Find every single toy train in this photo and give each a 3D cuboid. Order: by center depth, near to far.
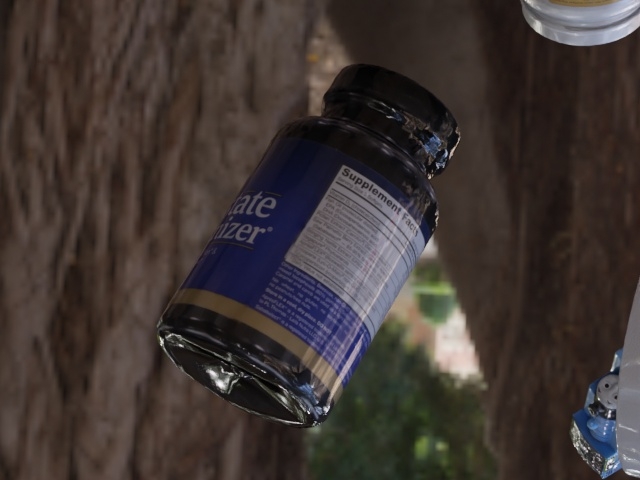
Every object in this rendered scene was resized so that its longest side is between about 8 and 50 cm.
[{"bbox_3d":[0.321,0.174,1.746,0.105,0.080,0.184,-31,154,-14],"label":"toy train"}]

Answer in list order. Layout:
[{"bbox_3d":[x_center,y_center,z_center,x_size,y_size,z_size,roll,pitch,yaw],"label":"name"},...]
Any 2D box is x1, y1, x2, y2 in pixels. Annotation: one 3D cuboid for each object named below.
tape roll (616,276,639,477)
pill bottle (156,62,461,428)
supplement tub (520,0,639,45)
[{"bbox_3d":[0.360,0.095,1.390,0.169,0.246,0.246,12,-178,25],"label":"tape roll"},{"bbox_3d":[0.000,0.000,1.066,0.123,0.219,0.123,26,159,11],"label":"pill bottle"},{"bbox_3d":[0.241,-0.291,1.518,0.144,0.144,0.200,3,139,11],"label":"supplement tub"}]
